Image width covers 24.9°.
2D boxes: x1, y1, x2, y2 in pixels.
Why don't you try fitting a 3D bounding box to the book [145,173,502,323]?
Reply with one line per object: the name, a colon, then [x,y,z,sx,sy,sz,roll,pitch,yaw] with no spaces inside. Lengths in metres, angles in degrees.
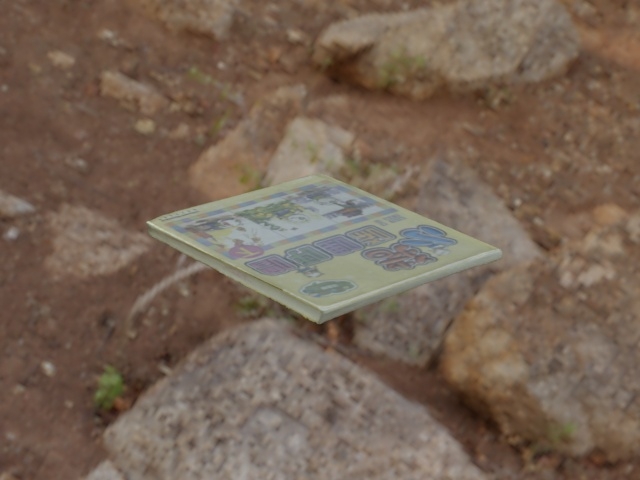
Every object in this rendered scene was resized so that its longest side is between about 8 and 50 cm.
book: [0.000,0.000,1.000,0.168,0.013,0.192,-17,29,-38]
